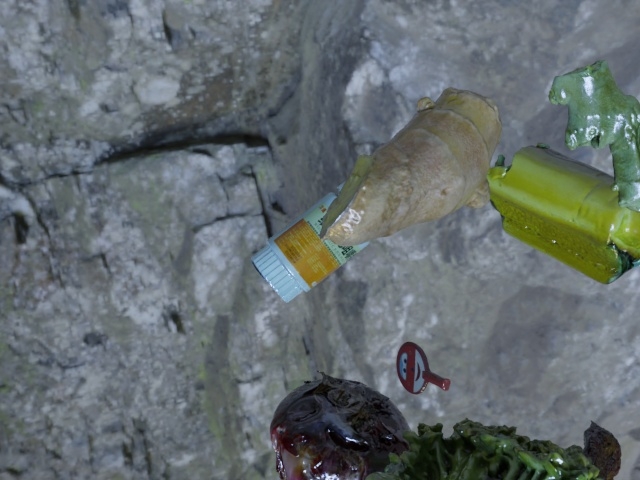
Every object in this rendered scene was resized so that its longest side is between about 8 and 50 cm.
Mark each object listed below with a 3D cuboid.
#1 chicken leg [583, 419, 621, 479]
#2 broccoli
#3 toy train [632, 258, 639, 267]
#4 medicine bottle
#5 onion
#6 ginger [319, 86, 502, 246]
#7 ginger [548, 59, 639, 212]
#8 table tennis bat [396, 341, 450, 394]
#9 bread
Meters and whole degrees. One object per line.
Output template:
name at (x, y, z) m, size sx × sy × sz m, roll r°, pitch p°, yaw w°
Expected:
chicken leg at (0.615, 0.494, 1.471) m, size 0.105 × 0.234 × 0.063 m, roll 15°, pitch 131°, yaw 35°
broccoli at (0.159, 0.249, 0.662) m, size 0.273 × 0.180 × 0.242 m, roll 44°, pitch 145°, yaw -20°
toy train at (0.949, 0.080, 1.700) m, size 0.253 × 0.160 × 0.397 m, roll -50°, pitch 25°, yaw 39°
medicine bottle at (0.000, 0.000, 1.563) m, size 0.158 × 0.318 × 0.158 m, roll 53°, pitch 179°, yaw 2°
onion at (0.047, 0.426, 1.345) m, size 0.314 × 0.314 × 0.232 m, roll -128°, pitch 43°, yaw -54°
ginger at (0.139, -0.099, 0.981) m, size 0.190 × 0.354 × 0.126 m, roll 60°, pitch 163°, yaw -1°
ginger at (0.512, -0.183, 1.159) m, size 0.290 × 0.137 × 0.089 m, roll 49°, pitch 173°, yaw -3°
table tennis bat at (0.187, 0.245, 1.225) m, size 0.154 × 0.019 × 0.098 m, roll 15°, pitch 104°, yaw 61°
bread at (0.588, -0.072, 1.532) m, size 0.376 × 0.208 × 0.251 m, roll 39°, pitch 164°, yaw 43°
